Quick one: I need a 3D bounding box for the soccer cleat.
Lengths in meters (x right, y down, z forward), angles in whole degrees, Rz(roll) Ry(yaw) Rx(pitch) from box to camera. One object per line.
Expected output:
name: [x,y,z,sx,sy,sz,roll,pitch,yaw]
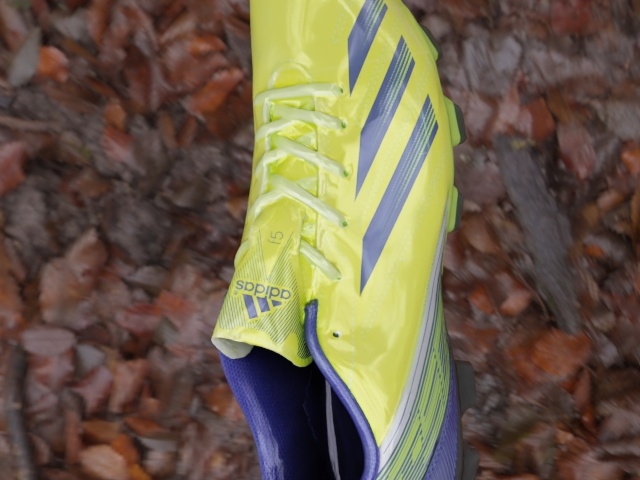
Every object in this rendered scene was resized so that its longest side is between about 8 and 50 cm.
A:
soccer cleat: [0.001,0.000,0.612,0.093,0.121,0.289,-6,92,49]
